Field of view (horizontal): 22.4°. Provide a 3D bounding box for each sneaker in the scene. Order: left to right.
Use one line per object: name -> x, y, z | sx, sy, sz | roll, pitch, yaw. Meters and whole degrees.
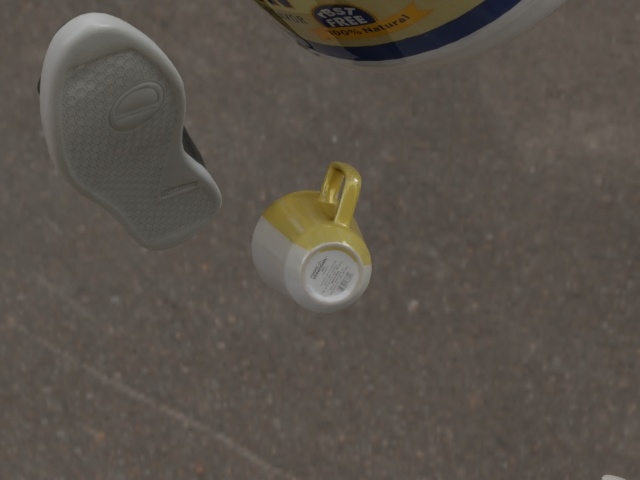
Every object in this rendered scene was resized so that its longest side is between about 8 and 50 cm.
sneaker -> -0.163, -0.107, 1.161 | 0.104, 0.296, 0.147 | -34, 67, -5

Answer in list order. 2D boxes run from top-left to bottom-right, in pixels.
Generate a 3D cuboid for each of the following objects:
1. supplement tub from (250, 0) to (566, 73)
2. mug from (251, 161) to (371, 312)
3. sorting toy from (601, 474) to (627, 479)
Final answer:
supplement tub -> -0.012, -0.239, 0.725 | 0.228, 0.316, 0.228 | -17, 57, 29
mug -> -0.003, 0.003, 0.867 | 0.062, 0.078, 0.064 | -16, 17, -9
sorting toy -> 0.126, 0.112, 0.546 | 0.045, 0.083, 0.075 | -43, 40, -1
